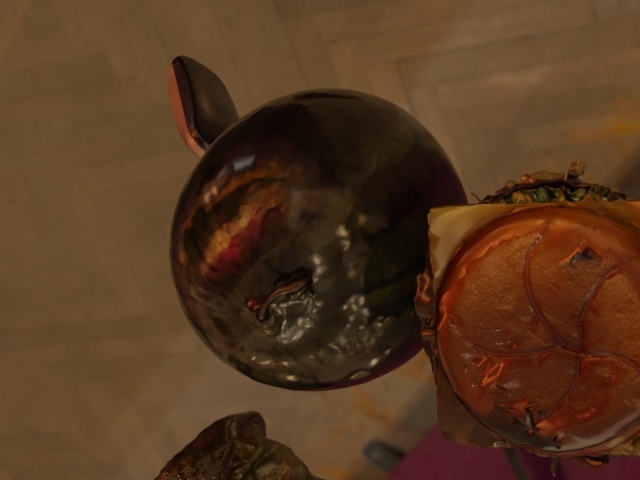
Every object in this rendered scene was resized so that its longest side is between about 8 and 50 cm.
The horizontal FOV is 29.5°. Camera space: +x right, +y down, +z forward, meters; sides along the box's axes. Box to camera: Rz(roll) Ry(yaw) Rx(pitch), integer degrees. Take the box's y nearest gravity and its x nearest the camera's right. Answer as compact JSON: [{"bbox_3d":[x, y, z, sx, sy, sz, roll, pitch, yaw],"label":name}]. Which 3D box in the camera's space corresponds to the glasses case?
[{"bbox_3d":[-0.199,-0.220,2.093,0.122,0.314,0.075,32,113,-33],"label":"glasses case"}]

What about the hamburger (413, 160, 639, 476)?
[{"bbox_3d":[0.198,0.068,0.971,0.243,0.139,0.261,4,98,22],"label":"hamburger"}]

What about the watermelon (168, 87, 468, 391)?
[{"bbox_3d":[0.000,0.000,1.144,0.279,0.359,0.278,7,114,15],"label":"watermelon"}]

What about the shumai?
[{"bbox_3d":[-0.106,0.335,1.321,0.272,0.222,0.203,-46,76,13],"label":"shumai"}]
